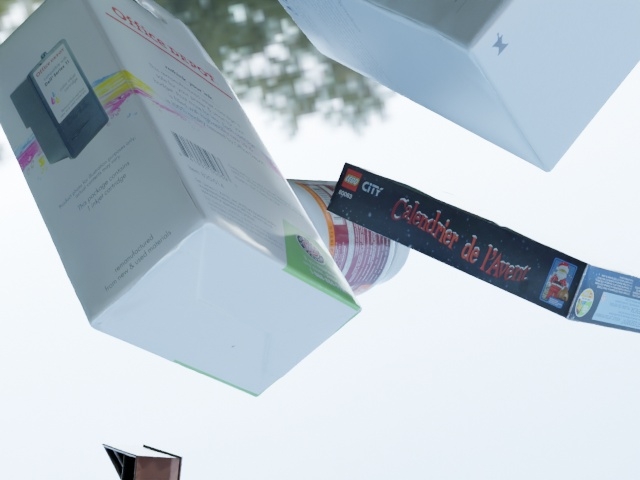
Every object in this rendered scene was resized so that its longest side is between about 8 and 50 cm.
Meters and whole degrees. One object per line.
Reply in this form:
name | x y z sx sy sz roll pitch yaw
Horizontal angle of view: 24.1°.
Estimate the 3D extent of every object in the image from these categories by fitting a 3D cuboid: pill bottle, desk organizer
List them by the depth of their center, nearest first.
pill bottle | 0.000 0.000 1.483 0.121 0.121 0.221 4 -178 28
desk organizer | -0.193 0.245 1.594 0.050 0.047 0.130 7 175 -24

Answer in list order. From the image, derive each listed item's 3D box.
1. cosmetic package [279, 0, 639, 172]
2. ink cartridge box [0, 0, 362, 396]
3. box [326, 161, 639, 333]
cosmetic package | 0.110 -0.199 0.933 0.224 0.138 0.225 -50 -133 -6
ink cartridge box | -0.134 -0.066 1.172 0.119 0.207 0.353 -41 -128 14
box | 0.141 0.007 1.172 0.233 0.044 0.159 25 -172 37
